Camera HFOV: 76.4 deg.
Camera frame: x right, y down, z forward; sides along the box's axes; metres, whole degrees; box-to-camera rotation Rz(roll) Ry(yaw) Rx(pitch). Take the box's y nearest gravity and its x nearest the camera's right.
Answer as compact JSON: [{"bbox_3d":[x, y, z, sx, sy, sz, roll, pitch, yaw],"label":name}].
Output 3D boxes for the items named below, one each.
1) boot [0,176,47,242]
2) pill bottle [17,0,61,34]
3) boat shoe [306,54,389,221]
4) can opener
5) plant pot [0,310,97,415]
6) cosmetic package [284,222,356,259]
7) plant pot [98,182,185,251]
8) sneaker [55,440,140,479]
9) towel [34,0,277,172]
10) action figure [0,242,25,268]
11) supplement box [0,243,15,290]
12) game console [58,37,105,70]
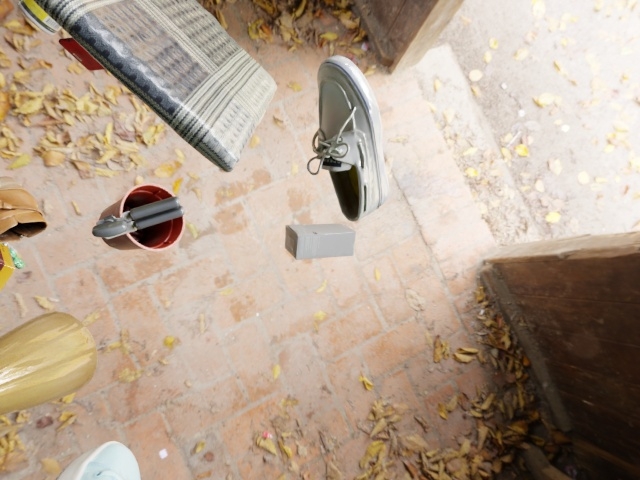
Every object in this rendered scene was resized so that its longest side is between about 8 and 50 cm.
[{"bbox_3d":[-0.915,-0.054,1.089,0.220,0.109,0.284,41,43,20],"label":"boot"},{"bbox_3d":[-0.813,-0.755,1.263,0.209,0.119,0.119,-38,91,6],"label":"pill bottle"},{"bbox_3d":[0.041,-0.193,0.884,0.156,0.136,0.366,-42,134,-28],"label":"boat shoe"},{"bbox_3d":[-0.584,-0.064,1.319,0.281,0.093,0.074,-21,130,-11],"label":"can opener"},{"bbox_3d":[-0.742,0.323,1.002,0.238,0.254,0.236,1,96,9],"label":"plant pot"},{"bbox_3d":[0.000,0.000,1.495,0.238,0.127,0.107,-7,112,-26],"label":"cosmetic package"},{"bbox_3d":[-0.748,-0.073,1.661,0.273,0.265,0.271,16,70,-50],"label":"plant pot"},{"bbox_3d":[-0.199,0.331,0.410,0.150,0.366,0.135,-27,112,-9],"label":"sneaker"},{"bbox_3d":[-0.205,-0.271,0.580,0.056,0.324,0.312,-35,116,28],"label":"towel"},{"bbox_3d":[-1.033,0.011,1.276,0.232,0.063,0.137,44,107,-11],"label":"action figure"},{"bbox_3d":[-0.754,0.047,0.806,0.194,0.191,0.129,37,79,-42],"label":"supplement box"},{"bbox_3d":[-0.767,-0.653,1.363,0.124,0.144,0.085,0,73,12],"label":"game console"}]
